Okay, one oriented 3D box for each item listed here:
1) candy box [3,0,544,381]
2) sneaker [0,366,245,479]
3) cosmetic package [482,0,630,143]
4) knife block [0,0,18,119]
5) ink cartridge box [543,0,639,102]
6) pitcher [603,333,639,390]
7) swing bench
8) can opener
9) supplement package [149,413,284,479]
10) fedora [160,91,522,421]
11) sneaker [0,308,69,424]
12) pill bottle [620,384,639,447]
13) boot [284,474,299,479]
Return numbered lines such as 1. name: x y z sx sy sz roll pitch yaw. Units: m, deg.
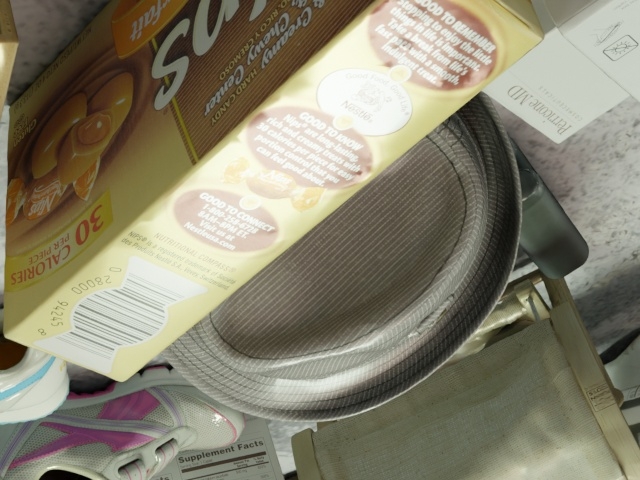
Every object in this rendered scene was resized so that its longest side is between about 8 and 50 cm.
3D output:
1. candy box: -0.046 -0.086 0.686 0.087 0.183 0.316 28 127 -37
2. sneaker: -0.180 0.184 1.115 0.252 0.111 0.103 -4 146 -25
3. cosmetic package: 0.201 -0.168 0.804 0.231 0.086 0.117 -37 145 24
4. knife block: -0.242 -0.032 0.763 0.275 0.088 0.242 -27 149 12
5. ink cartridge box: 0.271 -0.126 0.767 0.165 0.065 0.332 -34 146 23
6. pitcher: 0.350 0.218 1.378 0.177 0.207 0.125 -36 145 28
7. swing bench: 0.124 0.158 1.084 0.253 0.165 0.255 -27 -174 11
8. can opener: 0.127 -0.036 0.978 0.093 0.074 0.280 -36 148 14
9. supplement package: -0.150 0.304 1.289 0.204 0.145 0.262 -10 147 -17
10. fedora: 0.000 0.000 0.794 0.275 0.244 0.124 -35 -173 5
11. sneaker: -0.303 0.102 0.955 0.228 0.087 0.092 -16 143 -19
12. pill bottle: 0.309 0.219 1.220 0.283 0.161 0.161 -20 152 28
13. boot: 0.031 0.346 1.418 0.106 0.219 0.082 -36 -177 9
